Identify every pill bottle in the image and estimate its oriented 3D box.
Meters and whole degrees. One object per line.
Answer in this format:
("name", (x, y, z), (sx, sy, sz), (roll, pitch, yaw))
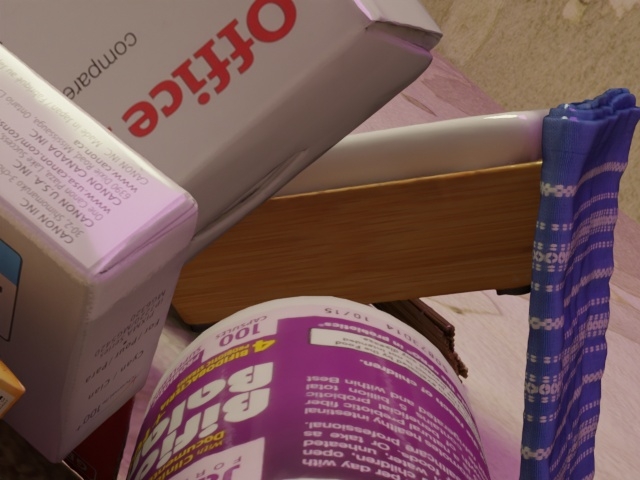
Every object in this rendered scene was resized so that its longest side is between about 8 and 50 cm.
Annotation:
("pill bottle", (-0.006, 0.147, 0.616), (0.169, 0.169, 0.301), (33, 14, -10))

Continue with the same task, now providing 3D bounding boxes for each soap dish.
("soap dish", (0.039, -0.017, 1.074), (0.291, 0.118, 0.229), (-7, 4, 16))

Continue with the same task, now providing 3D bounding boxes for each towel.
("towel", (0.158, 0.076, 0.938), (0.040, 0.336, 0.243), (5, 8, 16))

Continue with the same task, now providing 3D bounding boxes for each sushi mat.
("sushi mat", (0.000, 0.000, 1.274), (0.316, 0.019, 0.151), (41, -9, 19))

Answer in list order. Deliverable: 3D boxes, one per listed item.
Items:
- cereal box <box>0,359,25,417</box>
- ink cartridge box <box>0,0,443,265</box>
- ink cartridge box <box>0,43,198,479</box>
("cereal box", (-0.207, -0.027, 0.461), (0.173, 0.047, 0.240), (41, -5, 30))
("ink cartridge box", (-0.165, -0.180, 0.873), (0.395, 0.285, 0.166), (53, 16, 8))
("ink cartridge box", (-0.202, -0.014, 0.683), (0.296, 0.261, 0.066), (38, 53, 13))
